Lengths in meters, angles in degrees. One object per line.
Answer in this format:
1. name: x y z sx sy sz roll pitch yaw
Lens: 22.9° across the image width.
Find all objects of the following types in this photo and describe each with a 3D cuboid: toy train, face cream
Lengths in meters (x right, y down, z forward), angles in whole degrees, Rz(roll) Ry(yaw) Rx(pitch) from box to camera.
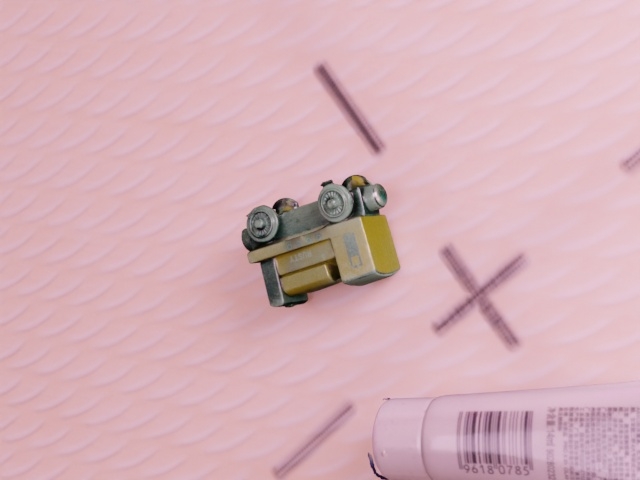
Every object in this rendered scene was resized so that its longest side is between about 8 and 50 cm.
1. toy train: 0.000 0.000 1.129 0.122 0.050 0.081 -20 85 32
2. face cream: 0.148 0.128 1.019 0.244 0.058 0.092 -3 81 30
